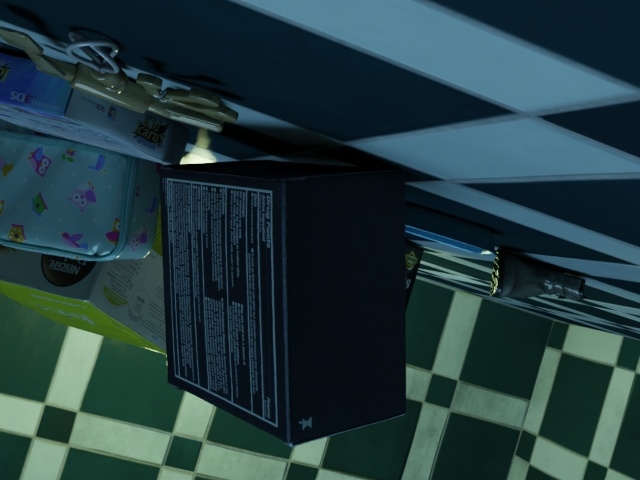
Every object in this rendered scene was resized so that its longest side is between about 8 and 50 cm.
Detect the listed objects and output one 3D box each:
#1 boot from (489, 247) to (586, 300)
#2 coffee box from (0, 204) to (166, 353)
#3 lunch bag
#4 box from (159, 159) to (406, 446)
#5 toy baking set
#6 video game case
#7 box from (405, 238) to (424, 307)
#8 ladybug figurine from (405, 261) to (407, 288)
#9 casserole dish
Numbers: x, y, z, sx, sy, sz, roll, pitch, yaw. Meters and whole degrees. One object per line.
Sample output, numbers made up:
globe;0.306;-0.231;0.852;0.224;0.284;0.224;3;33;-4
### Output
boot;0.385;0.067;1.604;0.161;0.083;0.246;9;-179;16
coffee box;-0.483;0.014;2.009;0.338;0.334;0.338;11;161;26
lunch bag;-0.370;-0.092;1.340;0.279;0.224;0.108;10;-174;21
box;-0.050;0.057;1.123;0.183;0.296;0.294;-7;-169;-34
toy baking set;-0.193;-0.160;0.891;0.256;0.030;0.197;18;174;-28
video game case;-0.339;-0.172;1.143;0.270;0.061;0.244;15;178;23
box;0.137;0.072;2.002;0.051;0.175;0.220;14;176;34
ladybug figurine;0.000;0.000;1.502;0.305;0.161;0.449;15;177;16
casserole dish;0.180;-0.018;1.378;0.188;0.037;0.114;18;177;-6
